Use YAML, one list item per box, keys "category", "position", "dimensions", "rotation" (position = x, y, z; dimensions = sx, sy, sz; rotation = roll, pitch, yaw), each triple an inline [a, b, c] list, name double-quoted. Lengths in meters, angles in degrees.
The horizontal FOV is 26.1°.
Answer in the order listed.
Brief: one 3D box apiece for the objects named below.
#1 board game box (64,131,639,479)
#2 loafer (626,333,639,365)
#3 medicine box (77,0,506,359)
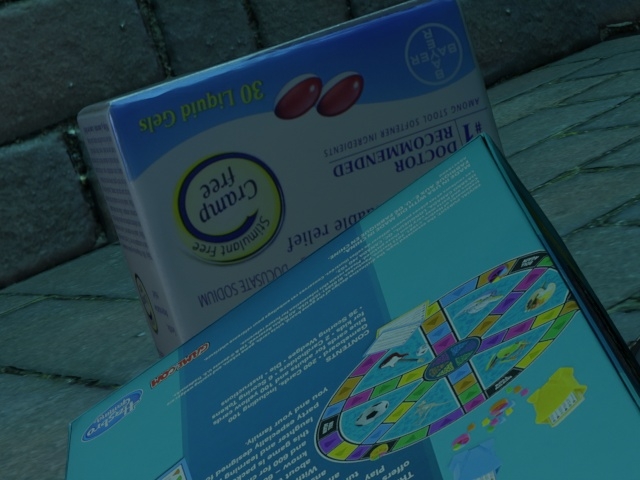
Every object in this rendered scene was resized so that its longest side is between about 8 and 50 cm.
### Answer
- category: "board game box"
  position: [0.014, 0.117, 0.531]
  dimensions: [0.254, 0.079, 0.336]
  rotation: [-35, 24, 10]
- category: "loafer"
  position: [0.130, 0.119, 0.597]
  dimensions: [0.095, 0.109, 0.302]
  rotation: [-27, 17, 47]
- category: "medicine box"
  position: [0.000, 0.000, 1.004]
  dimensions: [0.263, 0.289, 0.149]
  rotation: [-20, 9, -15]
